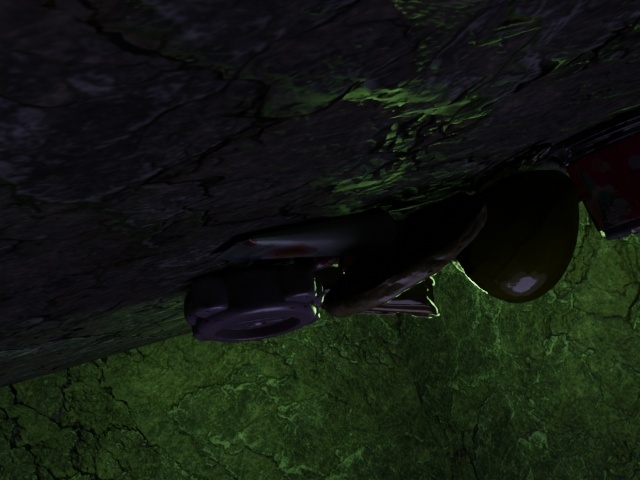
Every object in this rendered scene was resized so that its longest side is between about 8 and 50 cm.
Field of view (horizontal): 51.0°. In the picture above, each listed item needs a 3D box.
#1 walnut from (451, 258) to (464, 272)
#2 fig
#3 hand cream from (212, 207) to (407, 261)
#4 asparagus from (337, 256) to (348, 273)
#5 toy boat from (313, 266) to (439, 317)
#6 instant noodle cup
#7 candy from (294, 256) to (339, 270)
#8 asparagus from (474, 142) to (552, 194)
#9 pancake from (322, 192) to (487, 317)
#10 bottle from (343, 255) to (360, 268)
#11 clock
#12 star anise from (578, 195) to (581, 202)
[{"bbox_3d":[0.395,0.010,1.569,0.238,0.141,0.204,-30,-164,1],"label":"walnut"},{"bbox_3d":[0.387,-0.017,1.294,0.271,0.239,0.239,-50,159,25],"label":"fig"},{"bbox_3d":[0.000,0.000,1.090,0.341,0.077,0.124,-9,170,-30],"label":"hand cream"},{"bbox_3d":[0.166,0.018,1.711,0.278,0.060,0.067,-22,155,26],"label":"asparagus"},{"bbox_3d":[0.111,0.139,1.861,0.446,0.135,0.162,5,153,-12],"label":"toy boat"},{"bbox_3d":[0.537,-0.109,1.129,0.302,0.181,0.258,-22,171,25],"label":"instant noodle cup"},{"bbox_3d":[-0.008,0.044,1.503,0.103,0.043,0.103,-19,175,-2],"label":"candy"},{"bbox_3d":[0.310,-0.116,1.122,0.034,0.027,0.236,-22,174,-17],"label":"asparagus"},{"bbox_3d":[0.146,0.024,1.209,0.356,0.065,0.356,-34,-168,8],"label":"pancake"},{"bbox_3d":[0.149,0.042,1.622,0.187,0.069,0.069,2,163,-32],"label":"bottle"},{"bbox_3d":[-0.139,0.132,1.420,0.296,0.113,0.322,-8,163,-7],"label":"clock"},{"bbox_3d":[0.578,-0.099,1.763,0.229,0.093,0.236,-22,178,-15],"label":"star anise"}]
